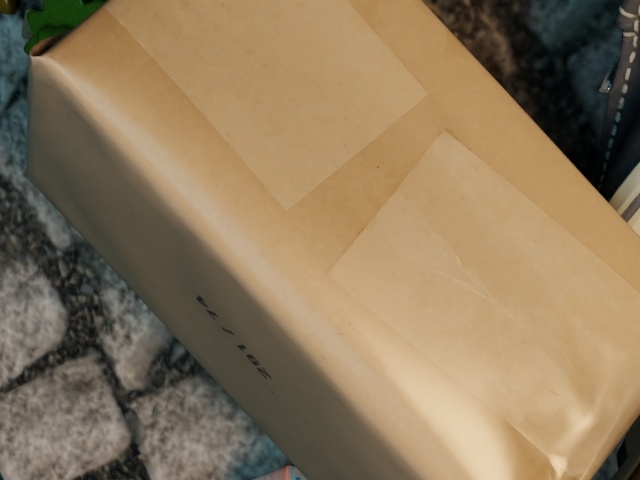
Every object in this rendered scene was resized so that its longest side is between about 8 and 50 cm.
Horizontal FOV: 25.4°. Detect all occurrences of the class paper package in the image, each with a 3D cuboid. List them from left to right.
[{"bbox_3d":[0.000,0.000,0.800,0.168,0.309,0.325,-44,92,-16],"label":"paper package"}]

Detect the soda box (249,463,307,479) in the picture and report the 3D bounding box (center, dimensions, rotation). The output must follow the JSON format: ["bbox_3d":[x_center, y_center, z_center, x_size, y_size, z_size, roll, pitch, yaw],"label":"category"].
[{"bbox_3d":[-0.011,0.249,0.971,0.063,0.058,0.183,-32,54,51],"label":"soda box"}]

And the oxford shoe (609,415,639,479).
[{"bbox_3d":[0.192,0.184,0.864,0.076,0.076,0.212,31,84,14],"label":"oxford shoe"}]

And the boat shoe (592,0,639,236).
[{"bbox_3d":[0.236,-0.124,0.699,0.500,0.186,0.156,102,153,-53],"label":"boat shoe"}]

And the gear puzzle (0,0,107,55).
[{"bbox_3d":[-0.146,-0.173,1.011,0.338,0.044,0.176,22,109,21],"label":"gear puzzle"}]
